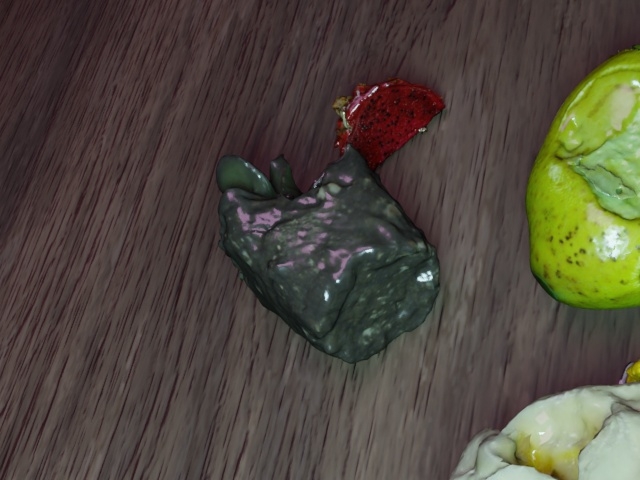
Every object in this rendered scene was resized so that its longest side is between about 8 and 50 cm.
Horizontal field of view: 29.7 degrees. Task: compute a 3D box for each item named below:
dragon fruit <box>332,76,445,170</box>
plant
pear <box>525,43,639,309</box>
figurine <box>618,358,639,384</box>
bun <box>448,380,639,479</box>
[{"bbox_3d":[0.065,-0.164,1.527,0.162,0.106,0.083,-38,43,3],"label":"dragon fruit"},{"bbox_3d":[0.000,0.000,1.383,0.188,0.199,0.276,-40,48,-11],"label":"plant"},{"bbox_3d":[0.301,-0.061,1.261,0.255,0.164,0.238,-43,47,-4],"label":"pear"},{"bbox_3d":[0.353,0.138,1.101,0.156,0.115,0.095,4,68,32],"label":"figurine"},{"bbox_3d":[0.226,0.256,0.962,0.365,0.219,0.365,-27,31,17],"label":"bun"}]
